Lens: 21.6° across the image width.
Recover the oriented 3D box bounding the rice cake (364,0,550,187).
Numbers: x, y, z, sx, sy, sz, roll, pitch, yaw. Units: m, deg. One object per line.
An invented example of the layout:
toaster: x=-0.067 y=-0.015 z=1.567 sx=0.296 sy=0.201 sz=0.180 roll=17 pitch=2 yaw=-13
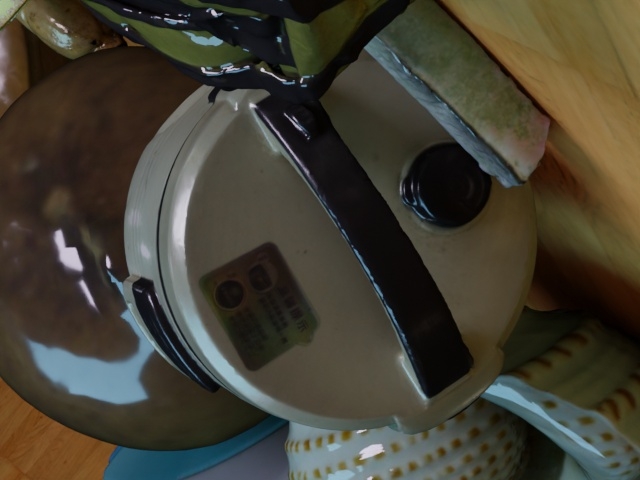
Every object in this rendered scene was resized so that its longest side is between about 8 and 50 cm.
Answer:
rice cake: x=0.041 y=-0.106 z=0.848 sx=0.211 sy=0.043 sz=0.034 roll=42 pitch=164 yaw=-22

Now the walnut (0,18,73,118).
walnut: x=-0.408 y=-0.166 z=1.536 sx=0.383 sy=0.383 sz=0.383 roll=38 pitch=171 yaw=7

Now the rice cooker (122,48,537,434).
rice cooker: x=0.000 y=0.000 z=0.970 sx=0.226 sy=0.226 sz=0.244 roll=41 pitch=170 yaw=-15

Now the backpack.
backpack: x=-0.069 y=-0.163 z=0.691 sx=0.253 sy=0.140 sz=0.207 roll=40 pitch=175 yaw=21

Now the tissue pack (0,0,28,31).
tissue pack: x=-0.281 y=-0.246 z=1.257 sx=0.176 sy=0.062 sz=0.095 roll=41 pitch=-148 yaw=-14

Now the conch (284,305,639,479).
conch: x=0.144 y=0.160 z=1.161 sx=0.303 sy=0.215 sz=0.319 roll=-17 pitch=122 yaw=37

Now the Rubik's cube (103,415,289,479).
Rubik's cube: x=0.045 y=0.240 z=1.578 sx=0.352 sy=0.347 sz=0.351 roll=43 pitch=170 yaw=-22

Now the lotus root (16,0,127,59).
lotus root: x=-0.204 y=-0.184 z=1.360 sx=0.152 sy=0.072 sz=0.063 roll=43 pitch=130 yaw=15

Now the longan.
longan: x=-0.123 y=0.009 z=1.264 sx=0.319 sy=0.319 sz=0.319 roll=38 pitch=171 yaw=7
